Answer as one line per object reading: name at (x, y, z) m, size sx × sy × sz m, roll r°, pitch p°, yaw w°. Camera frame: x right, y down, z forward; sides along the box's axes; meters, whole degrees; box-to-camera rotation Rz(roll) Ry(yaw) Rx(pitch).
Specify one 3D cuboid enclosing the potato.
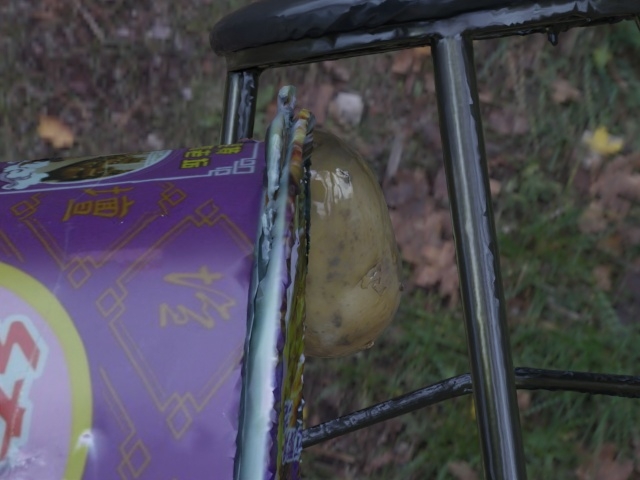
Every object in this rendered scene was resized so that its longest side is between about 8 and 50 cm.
potato at (-0.003, -0.003, 1.169) m, size 0.128 × 0.235 × 0.161 m, roll -32°, pitch 48°, yaw -18°

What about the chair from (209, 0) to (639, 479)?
chair at (0.109, 0.030, 1.041) m, size 0.364 × 0.362 × 0.410 m, roll -13°, pitch 98°, yaw -39°

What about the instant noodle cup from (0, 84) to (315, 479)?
instant noodle cup at (-0.139, 0.107, 0.575) m, size 0.266 × 0.340 × 0.340 m, roll 3°, pitch 53°, yaw 2°
